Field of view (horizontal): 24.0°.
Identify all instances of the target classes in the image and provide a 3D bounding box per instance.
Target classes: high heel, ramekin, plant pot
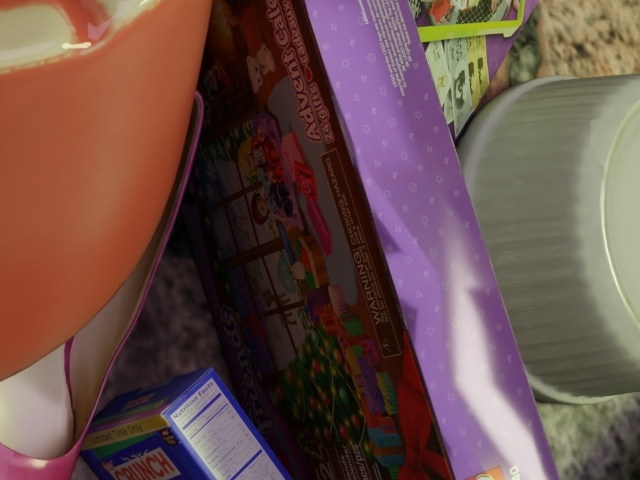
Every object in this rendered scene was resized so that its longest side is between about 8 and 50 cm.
[{"bbox_3d":[-0.115,0.040,0.703,0.082,0.117,0.244,31,62,-26],"label":"high heel"},{"bbox_3d":[0.182,-0.005,0.914,0.207,0.109,0.207,7,79,-39],"label":"ramekin"},{"bbox_3d":[-0.154,-0.095,0.541,0.275,0.243,0.275,7,69,-18],"label":"plant pot"}]

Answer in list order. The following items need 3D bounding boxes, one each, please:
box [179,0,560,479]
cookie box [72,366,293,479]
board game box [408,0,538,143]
[{"bbox_3d":[0.000,0.000,0.740,0.057,0.201,0.293,-17,88,-27],"label":"box"},{"bbox_3d":[-0.059,0.122,0.740,0.040,0.092,0.107,-43,103,-38],"label":"cookie box"},{"bbox_3d":[0.056,-0.204,0.800,0.208,0.056,0.347,-54,150,-28],"label":"board game box"}]
